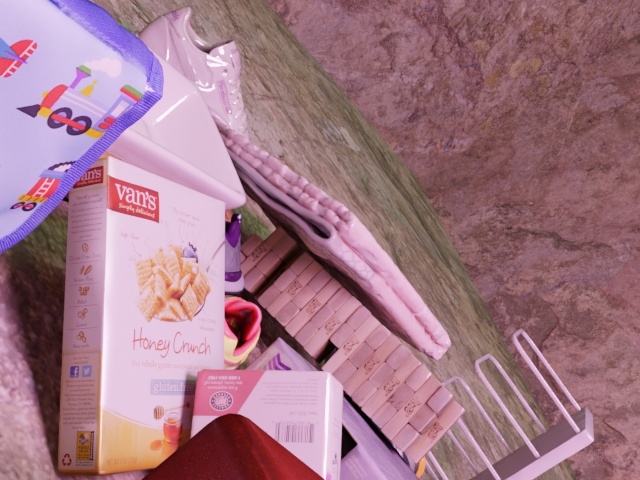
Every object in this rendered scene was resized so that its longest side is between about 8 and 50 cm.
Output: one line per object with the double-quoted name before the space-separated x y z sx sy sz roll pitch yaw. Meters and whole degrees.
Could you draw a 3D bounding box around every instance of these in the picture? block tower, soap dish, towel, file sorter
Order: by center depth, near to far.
"soap dish" -0.224 -0.127 0.841 0.291 0.118 0.229 33 28 -57
"block tower" 0.026 0.120 0.943 0.335 0.091 0.097 43 -5 19
"towel" 0.000 0.000 1.004 0.332 0.053 0.317 38 -7 43
"file sorter" 0.238 0.282 1.135 0.173 0.277 0.193 55 14 14

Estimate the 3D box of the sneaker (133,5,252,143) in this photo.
"sneaker" -0.159 -0.212 1.160 0.305 0.152 0.114 51 14 -25

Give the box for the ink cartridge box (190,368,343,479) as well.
"ink cartridge box" -0.046 0.208 0.611 0.067 0.115 0.198 61 30 -66

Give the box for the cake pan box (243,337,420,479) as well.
"cake pan box" 0.047 0.249 0.831 0.246 0.070 0.267 44 -4 45

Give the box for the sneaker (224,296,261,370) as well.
"sneaker" -0.096 0.098 0.819 0.081 0.094 0.208 54 14 -2

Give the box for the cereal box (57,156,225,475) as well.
"cereal box" -0.142 0.066 0.641 0.173 0.047 0.240 21 65 -63

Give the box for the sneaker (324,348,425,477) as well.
"sneaker" 0.066 0.242 1.057 0.083 0.084 0.215 -3 54 -55

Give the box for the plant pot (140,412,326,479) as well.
"plant pot" -0.037 0.260 0.401 0.267 0.267 0.236 47 5 -31

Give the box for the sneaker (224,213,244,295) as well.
"sneaker" -0.156 0.003 0.770 0.223 0.083 0.098 11 83 -64

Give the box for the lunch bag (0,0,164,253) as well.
"lunch bag" -0.229 -0.058 0.341 0.221 0.293 0.138 28 31 -60
